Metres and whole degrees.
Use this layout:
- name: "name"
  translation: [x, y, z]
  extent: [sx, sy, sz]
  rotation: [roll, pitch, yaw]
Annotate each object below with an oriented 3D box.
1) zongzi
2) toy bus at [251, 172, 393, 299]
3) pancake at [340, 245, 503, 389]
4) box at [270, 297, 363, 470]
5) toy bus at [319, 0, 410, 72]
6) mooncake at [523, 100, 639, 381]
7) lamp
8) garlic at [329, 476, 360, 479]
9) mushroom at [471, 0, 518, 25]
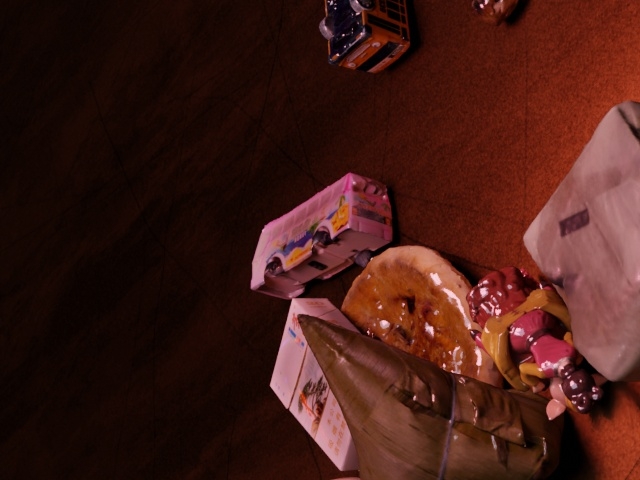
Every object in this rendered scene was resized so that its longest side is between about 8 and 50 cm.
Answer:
- name: "zongzi"
  translation: [0.071, 0.268, 1.789]
  extent: [0.323, 0.360, 0.160]
  rotation: [-59, 11, 27]
- name: "toy bus"
  translation: [-0.001, 0.000, 2.177]
  extent: [0.274, 0.090, 0.112]
  rotation: [-30, 52, 49]
- name: "pancake"
  translation: [0.114, 0.173, 1.993]
  extent: [0.356, 0.065, 0.356]
  rotation: [-11, 77, 57]
- name: "box"
  translation: [0.018, 0.195, 2.026]
  extent: [0.233, 0.067, 0.150]
  rotation: [43, 123, 53]
- name: "toy bus"
  translation: [0.066, -0.347, 2.141]
  extent: [0.098, 0.114, 0.201]
  rotation: [-36, 49, 45]
- name: "mooncake"
  translation: [0.361, 0.003, 1.615]
  extent: [0.254, 0.136, 0.250]
  rotation: [-61, 37, 34]
- name: "lamp"
  translation: [0.271, 0.134, 1.743]
  extent: [0.253, 0.118, 0.118]
  rotation: [50, 122, 44]
- name: "garlic"
  translation: [0.020, 0.396, 2.065]
  extent: [0.101, 0.087, 0.196]
  rotation: [51, 121, 31]
- name: "mushroom"
  translation: [0.234, -0.372, 1.969]
  extent: [0.060, 0.061, 0.187]
  rotation: [101, 171, -63]
